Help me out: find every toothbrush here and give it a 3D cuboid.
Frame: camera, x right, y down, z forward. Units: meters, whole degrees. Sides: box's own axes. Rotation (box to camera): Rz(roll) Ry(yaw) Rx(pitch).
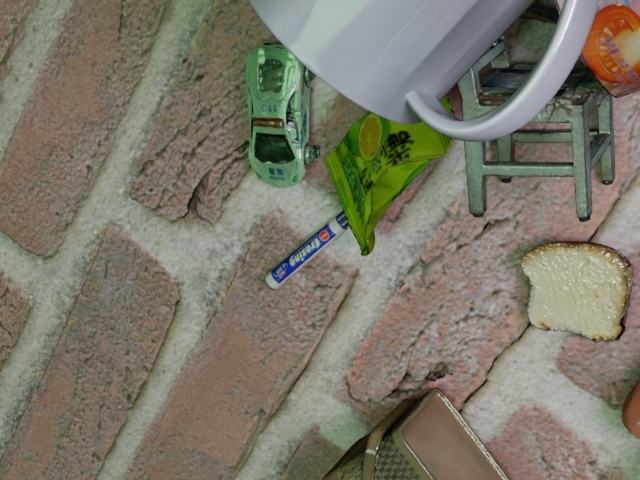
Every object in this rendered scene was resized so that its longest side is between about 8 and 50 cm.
[{"bbox_3d":[0.296,-0.242,1.210,0.321,0.023,0.031,10,102,22],"label":"toothbrush"}]

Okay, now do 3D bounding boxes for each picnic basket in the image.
[{"bbox_3d":[0.147,0.335,1.366,0.139,0.165,0.267,-40,86,28],"label":"picnic basket"}]

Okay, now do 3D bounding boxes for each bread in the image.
[{"bbox_3d":[0.301,0.055,1.283,0.129,0.044,0.126,6,114,21],"label":"bread"}]

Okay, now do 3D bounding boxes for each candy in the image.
[{"bbox_3d":[0.075,-0.105,1.277,0.246,0.069,0.149,-48,49,42],"label":"candy"}]

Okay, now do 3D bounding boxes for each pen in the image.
[{"bbox_3d":[0.000,0.000,1.420,0.204,0.025,0.025,-41,85,29],"label":"pen"}]

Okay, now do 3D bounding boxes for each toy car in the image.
[{"bbox_3d":[-0.053,-0.155,1.383,0.093,0.058,0.186,7,107,22],"label":"toy car"}]

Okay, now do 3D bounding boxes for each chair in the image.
[{"bbox_3d":[0.233,-0.169,1.181,0.147,0.136,0.271,2,112,27],"label":"chair"}]

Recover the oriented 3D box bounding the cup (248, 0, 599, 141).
[{"bbox_3d":[0.132,-0.268,0.962,0.327,0.236,0.323,-46,62,26],"label":"cup"}]

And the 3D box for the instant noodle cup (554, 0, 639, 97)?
[{"bbox_3d":[0.358,-0.271,1.049,0.231,0.243,0.243,-21,95,30],"label":"instant noodle cup"}]

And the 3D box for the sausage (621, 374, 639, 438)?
[{"bbox_3d":[0.458,0.105,1.201,0.087,0.079,0.327,51,118,17],"label":"sausage"}]
